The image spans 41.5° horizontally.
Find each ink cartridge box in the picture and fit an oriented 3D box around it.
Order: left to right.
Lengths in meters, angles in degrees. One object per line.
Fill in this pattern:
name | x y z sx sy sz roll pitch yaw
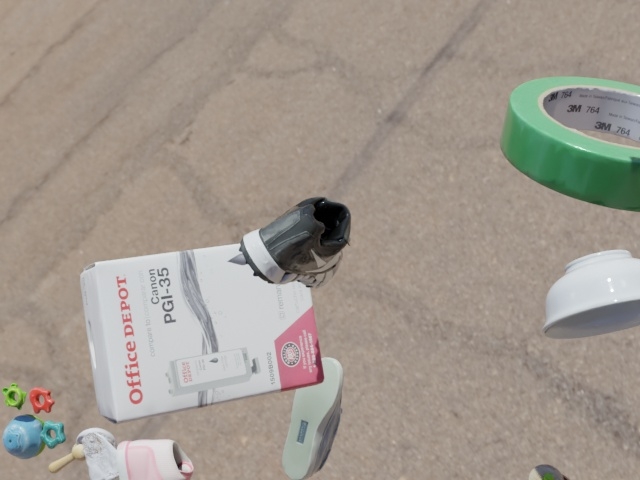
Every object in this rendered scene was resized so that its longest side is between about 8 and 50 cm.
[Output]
ink cartridge box | -0.157 0.116 1.122 0.283 0.207 0.117 -8 -4 -24

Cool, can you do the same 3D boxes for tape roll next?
tape roll | 0.432 -0.150 1.247 0.321 0.077 0.321 5 31 -3

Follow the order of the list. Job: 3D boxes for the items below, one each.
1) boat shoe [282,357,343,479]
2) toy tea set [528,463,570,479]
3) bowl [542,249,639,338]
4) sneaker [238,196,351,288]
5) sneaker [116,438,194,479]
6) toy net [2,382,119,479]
boat shoe | -0.004 0.314 1.501 0.079 0.081 0.228 20 97 31
toy tea set | 0.355 0.548 1.466 0.200 0.124 0.336 7 60 9
bowl | 0.603 0.105 1.784 0.297 0.298 0.134 -16 69 20
sneaker | 0.000 0.000 0.968 0.106 0.234 0.078 -36 78 15
sneaker | -0.160 0.265 0.862 0.070 0.134 0.051 -10 8 1
toy net | -0.377 0.288 1.257 0.232 0.045 0.122 10 91 20
